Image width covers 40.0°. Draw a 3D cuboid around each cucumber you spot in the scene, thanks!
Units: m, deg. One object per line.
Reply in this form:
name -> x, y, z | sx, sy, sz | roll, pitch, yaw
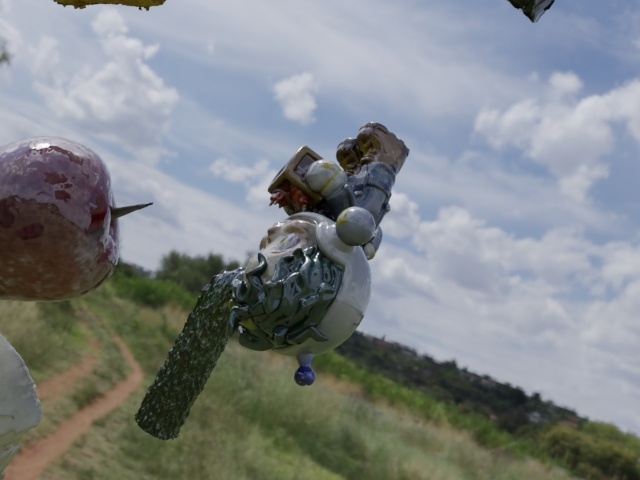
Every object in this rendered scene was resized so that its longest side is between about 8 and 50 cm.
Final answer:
cucumber -> -0.226, 0.196, 1.616 | 0.096, 0.359, 0.096 | 27, 8, -4

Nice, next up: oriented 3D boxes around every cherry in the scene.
cherry -> -0.357, -0.026, 1.140 | 0.285, 0.213, 0.236 | -13, -44, -4

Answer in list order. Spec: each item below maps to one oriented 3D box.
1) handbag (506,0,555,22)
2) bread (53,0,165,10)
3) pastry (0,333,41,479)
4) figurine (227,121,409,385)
handbag -> 0.093, -0.272, 0.589 | 0.175, 0.088, 0.270 | 48, -4, 30
bread -> -0.271, -0.360, 1.150 | 0.187, 0.103, 0.065 | 4, -21, -2
pastry -> -0.324, 0.147, 0.751 | 0.165, 0.166, 0.088 | 18, 12, 18
figurine -> 0.000, -0.002, 1.182 | 0.186, 0.382, 0.261 | 29, -32, -7
